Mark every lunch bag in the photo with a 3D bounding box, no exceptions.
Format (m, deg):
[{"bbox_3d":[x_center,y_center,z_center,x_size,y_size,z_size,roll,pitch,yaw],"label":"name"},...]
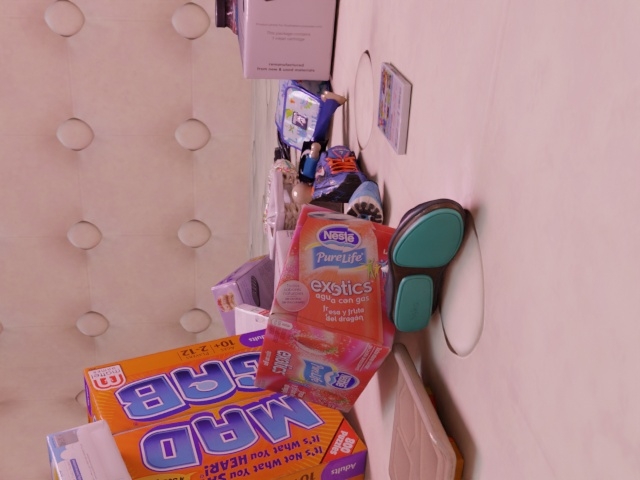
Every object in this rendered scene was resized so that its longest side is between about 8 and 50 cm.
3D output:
[{"bbox_3d":[-0.028,-0.246,1.553,0.151,0.096,0.129,-122,31,-45],"label":"lunch bag"}]

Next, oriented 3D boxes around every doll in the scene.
[{"bbox_3d":[-0.009,-0.151,1.367,0.129,0.046,0.189,-163,92,-83],"label":"doll"}]

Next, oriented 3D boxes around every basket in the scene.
[{"bbox_3d":[-0.049,-0.047,1.651,0.167,0.103,0.113,103,164,-54],"label":"basket"}]

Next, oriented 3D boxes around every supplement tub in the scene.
[{"bbox_3d":[-0.144,-0.526,1.902,0.106,0.198,0.106,178,90,-82],"label":"supplement tub"}]

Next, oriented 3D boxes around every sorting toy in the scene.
[{"bbox_3d":[0.111,0.241,0.882,0.193,0.038,0.208,-110,16,-65],"label":"sorting toy"}]

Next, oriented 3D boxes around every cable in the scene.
[{"bbox_3d":[-0.086,-0.232,2.095,0.184,0.047,0.150,-98,16,-51],"label":"cable"}]

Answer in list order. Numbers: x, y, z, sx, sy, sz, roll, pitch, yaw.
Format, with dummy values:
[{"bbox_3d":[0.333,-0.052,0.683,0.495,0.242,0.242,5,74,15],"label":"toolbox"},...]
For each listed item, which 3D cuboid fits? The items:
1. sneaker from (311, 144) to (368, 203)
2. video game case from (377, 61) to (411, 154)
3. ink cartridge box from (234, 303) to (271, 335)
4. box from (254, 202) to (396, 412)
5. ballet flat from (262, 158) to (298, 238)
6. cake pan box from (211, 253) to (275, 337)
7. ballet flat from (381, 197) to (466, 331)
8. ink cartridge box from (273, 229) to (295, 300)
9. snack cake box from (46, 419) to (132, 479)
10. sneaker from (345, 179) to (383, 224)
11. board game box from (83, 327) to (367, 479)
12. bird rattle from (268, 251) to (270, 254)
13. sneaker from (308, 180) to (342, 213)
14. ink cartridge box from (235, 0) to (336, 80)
[{"bbox_3d":[0.025,-0.102,1.250,0.221,0.083,0.087,-149,61,-78],"label":"sneaker"},{"bbox_3d":[0.091,-0.167,1.031,0.122,0.011,0.087,-110,20,-64],"label":"video game case"},{"bbox_3d":[-0.114,0.164,1.570,0.115,0.029,0.063,11,109,37],"label":"ink cartridge box"},{"bbox_3d":[0.010,0.097,1.048,0.300,0.142,0.154,107,178,-63],"label":"box"},{"bbox_3d":[-0.092,-0.080,2.010,0.077,0.091,0.241,38,134,54],"label":"ballet flat"},{"bbox_3d":[-0.119,0.181,1.745,0.246,0.070,0.267,-43,-64,-68],"label":"cake pan box"},{"bbox_3d":[0.097,0.011,0.830,0.203,0.074,0.074,96,169,-50],"label":"ballet flat"},{"bbox_3d":[-0.035,0.121,1.581,0.172,0.100,0.237,-103,14,-53],"label":"ink cartridge box"},{"bbox_3d":[-0.317,0.409,1.162,0.152,0.089,0.264,42,136,51],"label":"snack cake box"},{"bbox_3d":[0.060,-0.020,1.149,0.162,0.063,0.073,107,178,-51],"label":"sneaker"},{"bbox_3d":[-0.172,0.417,1.389,0.356,0.356,0.357,45,139,51],"label":"board game box"},{"bbox_3d":[-0.082,0.066,1.969,0.253,0.143,0.207,-75,-1,-72],"label":"bird rattle"},{"bbox_3d":[0.000,0.000,1.458,0.118,0.083,0.222,152,126,-86],"label":"sneaker"},{"bbox_3d":[-0.064,-0.529,1.483,0.285,0.166,0.395,-103,16,-53],"label":"ink cartridge box"}]
